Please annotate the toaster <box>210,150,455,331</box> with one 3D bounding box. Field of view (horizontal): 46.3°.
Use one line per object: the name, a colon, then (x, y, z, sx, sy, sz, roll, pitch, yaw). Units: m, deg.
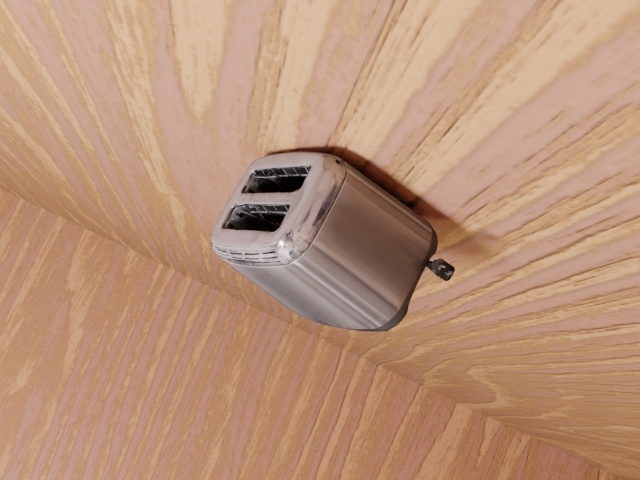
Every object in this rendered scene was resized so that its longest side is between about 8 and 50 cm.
toaster: (0.000, 0.000, 0.704, 0.146, 0.129, 0.227, 35, 165, -30)
